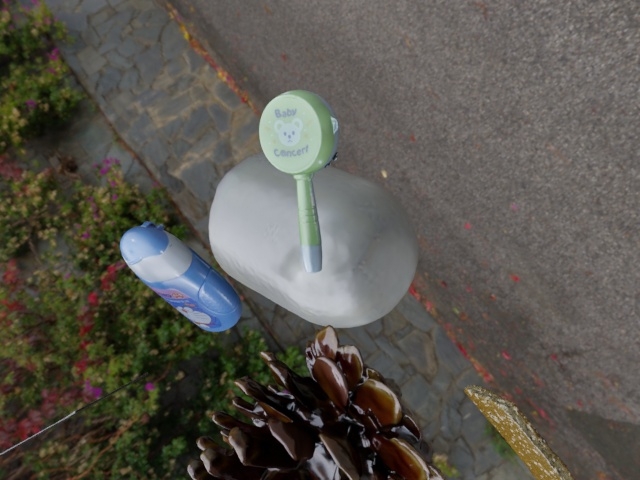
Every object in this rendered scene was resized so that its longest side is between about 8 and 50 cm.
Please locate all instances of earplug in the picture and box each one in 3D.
[{"bbox_3d":[0.000,0.000,1.130,0.394,0.313,0.312,24,149,45],"label":"earplug"}]

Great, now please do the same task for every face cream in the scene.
[{"bbox_3d":[-0.231,0.062,0.931,0.149,0.083,0.264,5,149,28],"label":"face cream"}]

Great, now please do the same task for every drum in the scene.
[{"bbox_3d":[-0.007,-0.085,0.778,0.130,0.049,0.253,-17,94,36],"label":"drum"}]

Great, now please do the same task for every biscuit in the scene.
[{"bbox_3d":[0.313,0.309,0.833,0.230,0.025,0.131,51,169,-8],"label":"biscuit"}]

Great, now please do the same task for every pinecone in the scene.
[{"bbox_3d":[-0.010,0.235,0.566,0.264,0.264,0.264,53,169,16],"label":"pinecone"}]

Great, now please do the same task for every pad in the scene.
[{"bbox_3d":[-0.456,0.315,0.938,0.005,0.300,0.202,61,-166,4],"label":"pad"}]
